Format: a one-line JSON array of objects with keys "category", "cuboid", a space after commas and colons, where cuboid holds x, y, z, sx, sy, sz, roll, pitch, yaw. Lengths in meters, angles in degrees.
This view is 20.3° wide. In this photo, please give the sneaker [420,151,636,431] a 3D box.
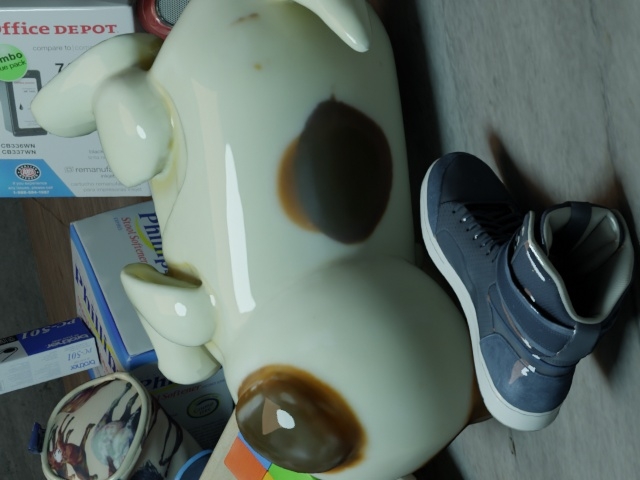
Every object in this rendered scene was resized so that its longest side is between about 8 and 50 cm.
[{"category": "sneaker", "cuboid": [0.142, -0.005, 1.241, 0.163, 0.086, 0.226, 109, 149, -51]}]

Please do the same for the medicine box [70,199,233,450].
[{"category": "medicine box", "cuboid": [-0.230, 0.139, 2.448, 0.289, 0.149, 0.263, 92, 156, -47]}]

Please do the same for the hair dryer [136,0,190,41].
[{"category": "hair dryer", "cuboid": [-0.162, -0.329, 2.002, 0.293, 0.080, 0.224, 106, 164, -54]}]

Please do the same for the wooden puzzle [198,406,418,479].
[{"category": "wooden puzzle", "cuboid": [-0.002, 0.299, 1.707, 0.322, 0.080, 0.348, 46, 141, 20]}]

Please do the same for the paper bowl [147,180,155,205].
[{"category": "paper bowl", "cuboid": [-0.091, -0.081, 1.816, 0.284, 0.148, 0.284, 164, 90, -74]}]

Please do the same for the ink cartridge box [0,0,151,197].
[{"category": "ink cartridge box", "cuboid": [-0.303, -0.217, 2.194, 0.197, 0.198, 0.270, -87, -5, -53]}]

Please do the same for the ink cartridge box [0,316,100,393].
[{"category": "ink cartridge box", "cuboid": [-0.413, 0.165, 2.438, 0.097, 0.207, 0.046, -143, 40, -65]}]

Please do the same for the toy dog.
[{"category": "toy dog", "cuboid": [0.000, 0.000, 1.466, 0.395, 0.284, 0.408, -33, 72, 48]}]

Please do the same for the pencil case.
[{"category": "pencil case", "cuboid": [-0.216, 0.338, 2.329, 0.160, 0.183, 0.410, 24, 160, 35]}]

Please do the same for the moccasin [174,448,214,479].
[{"category": "moccasin", "cuboid": [-0.084, 0.400, 2.281, 0.117, 0.137, 0.342, 33, 155, 43]}]
